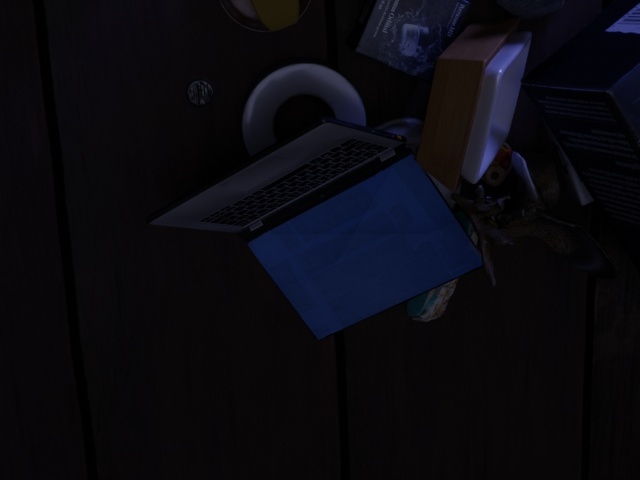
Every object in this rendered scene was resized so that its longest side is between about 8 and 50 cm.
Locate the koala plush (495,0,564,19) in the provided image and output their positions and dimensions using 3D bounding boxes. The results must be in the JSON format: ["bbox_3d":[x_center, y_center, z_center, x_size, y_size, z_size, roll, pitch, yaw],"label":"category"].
[{"bbox_3d":[0.378,-0.460,1.829,0.196,0.221,0.203,3,108,-8],"label":"koala plush"}]

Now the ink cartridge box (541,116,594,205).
[{"bbox_3d":[0.500,-0.173,2.018,0.127,0.072,0.175,-24,109,0],"label":"ink cartridge box"}]

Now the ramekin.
[{"bbox_3d":[0.156,-0.111,1.978,0.207,0.109,0.207,-2,108,-7],"label":"ramekin"}]

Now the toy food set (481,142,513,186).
[{"bbox_3d":[0.318,-0.147,2.032,0.082,0.020,0.083,31,102,-15],"label":"toy food set"}]

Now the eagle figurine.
[{"bbox_3d":[0.378,-0.041,1.920,0.298,0.225,0.226,-1,96,-28],"label":"eagle figurine"}]

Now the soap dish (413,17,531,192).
[{"bbox_3d":[0.259,-0.240,1.853,0.118,0.291,0.229,17,119,14],"label":"soap dish"}]

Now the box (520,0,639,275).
[{"bbox_3d":[0.689,-0.217,1.865,0.480,0.297,0.472,-39,111,-7],"label":"box"}]

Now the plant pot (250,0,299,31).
[{"bbox_3d":[-0.076,-0.400,1.841,0.081,0.081,0.083,-20,120,-1],"label":"plant pot"}]

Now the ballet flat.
[{"bbox_3d":[0.239,0.047,2.067,0.077,0.091,0.241,12,114,-42],"label":"ballet flat"}]

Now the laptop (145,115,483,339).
[{"bbox_3d":[0.000,0.000,1.862,0.382,0.408,0.236,-27,73,28],"label":"laptop"}]

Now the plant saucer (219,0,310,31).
[{"bbox_3d":[-0.095,-0.443,1.879,0.168,0.029,0.168,-2,109,-5],"label":"plant saucer"}]

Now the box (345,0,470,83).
[{"bbox_3d":[0.151,-0.375,1.899,0.158,0.093,0.156,20,105,-14],"label":"box"}]

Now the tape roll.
[{"bbox_3d":[-0.032,-0.211,1.942,0.219,0.072,0.219,-2,109,-6],"label":"tape roll"}]
